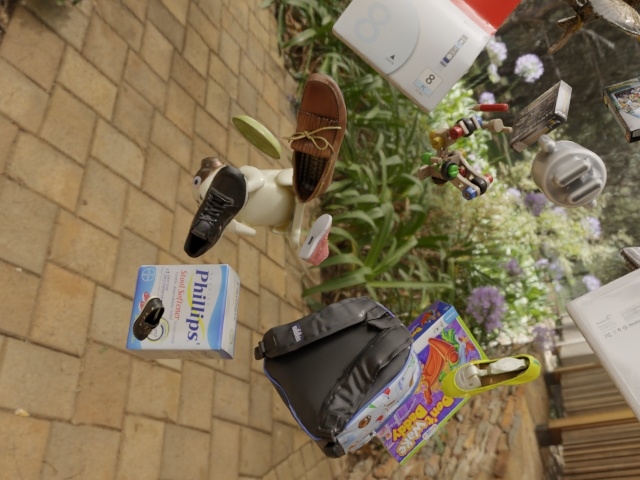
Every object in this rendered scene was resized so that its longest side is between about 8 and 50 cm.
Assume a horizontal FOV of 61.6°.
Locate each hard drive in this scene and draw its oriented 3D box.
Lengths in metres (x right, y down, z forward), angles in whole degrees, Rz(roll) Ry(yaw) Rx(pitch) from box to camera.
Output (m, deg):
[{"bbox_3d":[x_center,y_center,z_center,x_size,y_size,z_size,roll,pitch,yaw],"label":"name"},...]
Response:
[{"bbox_3d":[0.662,0.215,1.046,0.040,0.210,0.318,45,20,-51],"label":"hard drive"}]

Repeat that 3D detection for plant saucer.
[{"bbox_3d":[-0.239,-0.406,2.080,0.037,0.241,0.241,-53,139,-9],"label":"plant saucer"}]

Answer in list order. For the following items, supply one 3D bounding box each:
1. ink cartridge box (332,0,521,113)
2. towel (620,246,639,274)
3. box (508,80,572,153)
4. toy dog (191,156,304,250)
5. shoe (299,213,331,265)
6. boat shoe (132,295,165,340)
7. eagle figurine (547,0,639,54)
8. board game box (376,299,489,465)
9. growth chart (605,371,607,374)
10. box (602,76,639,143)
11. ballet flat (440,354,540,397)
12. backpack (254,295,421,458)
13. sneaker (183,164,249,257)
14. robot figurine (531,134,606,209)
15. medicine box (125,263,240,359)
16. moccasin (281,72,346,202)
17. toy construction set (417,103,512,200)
[{"bbox_3d":[0.265,-0.545,1.253,0.308,0.385,0.091,40,16,-3],"label":"ink cartridge box"},{"bbox_3d":[0.876,0.066,1.271,0.121,0.235,0.283,64,15,-9],"label":"towel"},{"bbox_3d":[0.807,-0.452,1.977,0.056,0.231,0.183,32,57,-12],"label":"box"},{"bbox_3d":[-0.265,-0.181,1.975,0.395,0.408,0.284,-95,-165,-52],"label":"toy dog"},{"bbox_3d":[0.000,0.000,1.848,0.081,0.063,0.178,35,82,-43],"label":"shoe"},{"bbox_3d":[-0.414,0.195,1.290,0.049,0.133,0.042,5,35,-46],"label":"boat shoe"},{"bbox_3d":[0.699,-0.546,1.236,0.298,0.225,0.226,-131,-129,-76],"label":"eagle figurine"},{"bbox_3d":[0.250,0.354,1.356,0.233,0.347,0.078,53,-12,-17],"label":"board game box"},{"bbox_3d":[0.851,0.298,1.562,0.172,0.021,0.237,-64,143,-86],"label":"growth chart"},{"bbox_3d":[0.800,-0.323,1.229,0.044,0.233,0.159,59,21,-48],"label":"box"},{"bbox_3d":[0.376,0.300,1.214,0.077,0.231,0.077,44,34,-51],"label":"ballet flat"},{"bbox_3d":[0.058,0.251,1.032,0.276,0.263,0.213,46,-7,38],"label":"backpack"},{"bbox_3d":[-0.275,-0.061,1.398,0.107,0.283,0.124,29,36,-3],"label":"sneaker"},{"bbox_3d":[0.846,-0.232,1.847,0.300,0.200,0.353,55,19,-11],"label":"robot figurine"},{"bbox_3d":[-0.407,0.218,1.631,0.149,0.289,0.263,70,19,-66],"label":"medicine box"},{"bbox_3d":[-0.022,-0.268,1.463,0.147,0.139,0.380,-57,168,-45],"label":"moccasin"},{"bbox_3d":[0.418,-0.295,1.674,0.257,0.237,0.309,42,78,-34],"label":"toy construction set"}]
